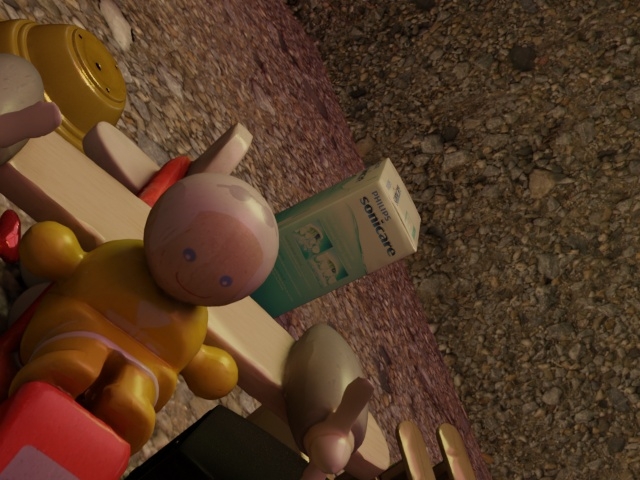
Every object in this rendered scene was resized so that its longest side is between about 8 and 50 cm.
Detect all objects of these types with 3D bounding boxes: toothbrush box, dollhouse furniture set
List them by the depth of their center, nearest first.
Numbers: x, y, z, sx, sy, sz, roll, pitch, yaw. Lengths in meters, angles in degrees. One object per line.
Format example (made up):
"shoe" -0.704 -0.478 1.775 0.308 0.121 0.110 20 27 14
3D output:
"dollhouse furniture set" 0.039 0.295 1.145 0.242 0.212 0.161 13 48 -37
"toothbrush box" 0.000 0.000 1.352 0.126 0.296 0.216 61 13 -9

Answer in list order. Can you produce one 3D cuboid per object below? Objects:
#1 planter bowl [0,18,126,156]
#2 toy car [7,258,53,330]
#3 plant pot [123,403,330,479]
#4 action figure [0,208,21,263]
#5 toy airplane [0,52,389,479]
"planter bowl" -0.300 -0.193 1.038 0.217 0.090 0.217 57 15 -23
"toy car" -0.200 0.065 0.825 0.159 0.136 0.182 53 17 -38
"plant pot" -0.102 0.263 0.768 0.167 0.188 0.187 50 14 1
"action figure" -0.346 -0.056 0.618 0.280 0.092 0.139 25 47 -70
"toy airplane" -0.119 0.024 0.626 0.386 0.272 0.384 0 66 -45
